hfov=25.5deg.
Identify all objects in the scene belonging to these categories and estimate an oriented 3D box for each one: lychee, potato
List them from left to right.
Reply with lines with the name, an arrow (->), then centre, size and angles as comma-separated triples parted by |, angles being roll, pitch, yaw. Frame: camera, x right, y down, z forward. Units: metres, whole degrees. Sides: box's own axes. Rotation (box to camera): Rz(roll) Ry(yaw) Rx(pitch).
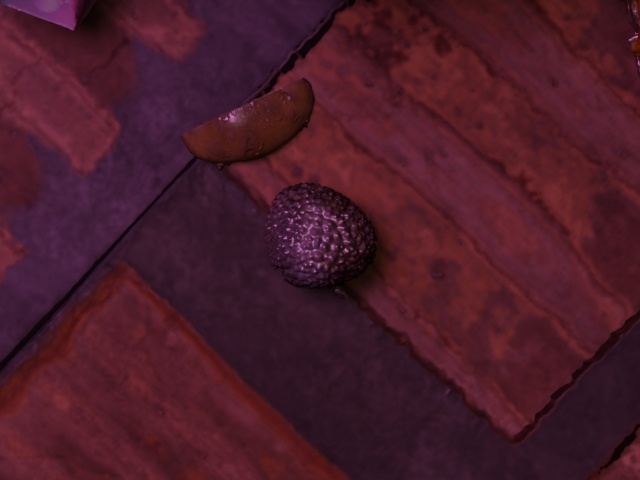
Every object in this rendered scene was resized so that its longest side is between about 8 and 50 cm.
potato -> -0.045, -0.073, 0.927 | 0.093, 0.036, 0.037 | -24, 91, 2
lychee -> 0.000, 0.000, 0.922 | 0.067, 0.068, 0.083 | -34, 92, -37

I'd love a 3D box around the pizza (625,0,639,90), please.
pizza -> 0.223, -0.184, 0.889 | 0.161, 0.085, 0.305 | -43, 92, 5

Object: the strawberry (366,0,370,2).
strawberry -> 0.070, -0.276, 0.781 | 0.261, 0.261, 0.257 | -12, 90, 2

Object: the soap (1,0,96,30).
soap -> -0.148, -0.208, 0.876 | 0.056, 0.100, 0.149 | 23, 132, -6
